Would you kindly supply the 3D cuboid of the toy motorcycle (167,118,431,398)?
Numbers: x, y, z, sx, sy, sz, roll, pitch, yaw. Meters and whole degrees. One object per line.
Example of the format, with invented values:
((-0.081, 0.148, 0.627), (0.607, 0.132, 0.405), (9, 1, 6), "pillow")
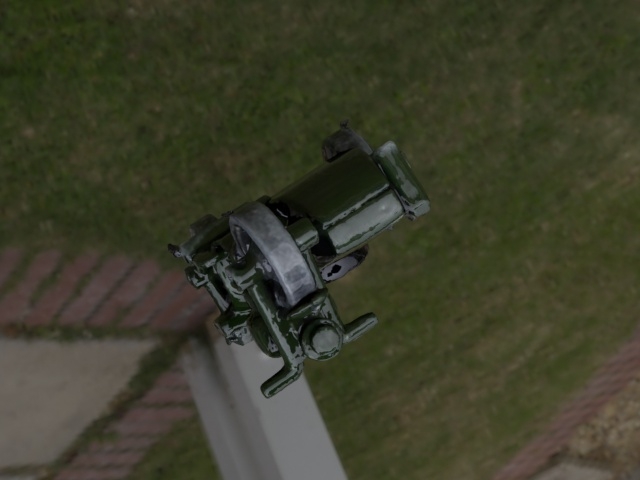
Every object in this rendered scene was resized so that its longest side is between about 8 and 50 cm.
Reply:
((0.000, 0.000, 0.971), (0.205, 0.127, 0.275), (-32, -172, -13), "toy motorcycle")
